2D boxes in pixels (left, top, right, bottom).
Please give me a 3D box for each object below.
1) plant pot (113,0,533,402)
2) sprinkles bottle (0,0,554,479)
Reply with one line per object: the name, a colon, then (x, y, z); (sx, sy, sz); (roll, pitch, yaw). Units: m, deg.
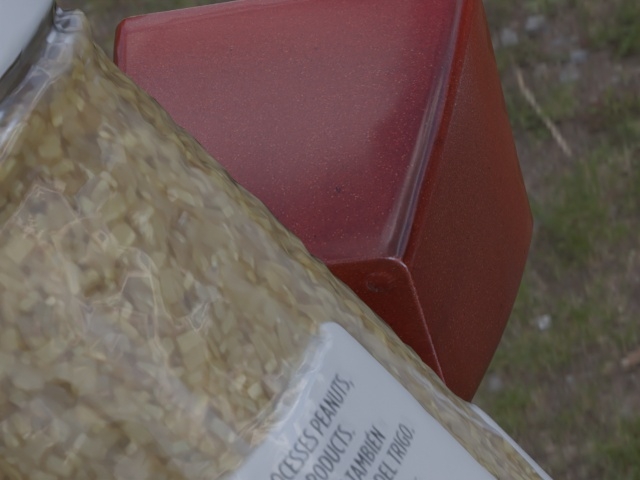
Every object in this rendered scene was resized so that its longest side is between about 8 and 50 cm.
plant pot: (0.000, 0.000, 1.197); (0.267, 0.267, 0.235); (-7, 44, 14)
sprinkles bottle: (-0.011, 0.074, 0.390); (0.121, 0.355, 0.121); (-38, 20, 17)
